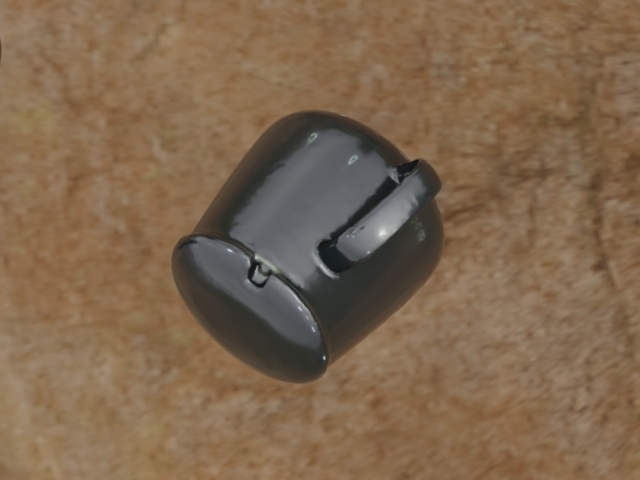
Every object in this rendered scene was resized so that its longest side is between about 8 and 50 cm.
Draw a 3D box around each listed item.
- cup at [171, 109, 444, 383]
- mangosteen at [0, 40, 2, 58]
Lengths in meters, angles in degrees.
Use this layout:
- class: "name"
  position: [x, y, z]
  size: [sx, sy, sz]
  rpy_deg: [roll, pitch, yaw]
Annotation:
- class: "cup"
  position: [0.000, 0.000, 1.413]
  size: [0.169, 0.176, 0.223]
  rpy_deg: [50, 152, -9]
- class: "mangosteen"
  position: [-0.216, -0.063, 0.470]
  size: [0.275, 0.302, 0.275]
  rpy_deg: [-14, 58, 24]
